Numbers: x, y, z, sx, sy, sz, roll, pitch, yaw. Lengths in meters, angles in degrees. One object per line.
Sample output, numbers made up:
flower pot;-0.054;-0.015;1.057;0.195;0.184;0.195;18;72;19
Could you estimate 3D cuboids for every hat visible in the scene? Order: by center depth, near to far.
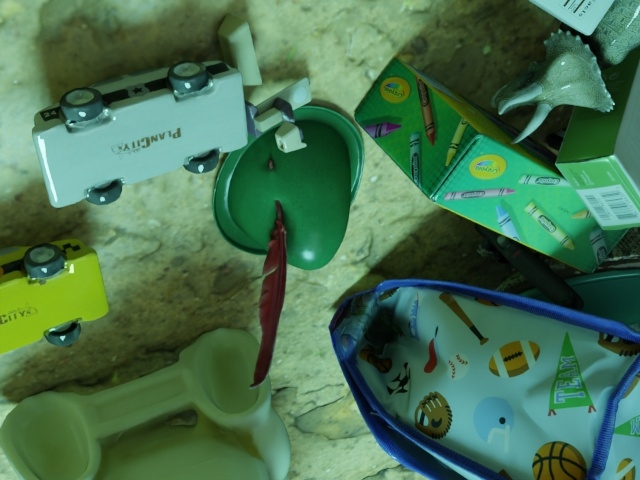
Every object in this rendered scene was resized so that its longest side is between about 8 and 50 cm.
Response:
hat;0.000;0.000;0.881;0.173;0.183;0.208;0;124;-30

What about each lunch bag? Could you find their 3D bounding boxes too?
lunch bag;0.228;0.198;1.038;0.328;0.385;0.239;36;78;-43

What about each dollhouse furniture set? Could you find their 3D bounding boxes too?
dollhouse furniture set;-0.035;-0.157;0.820;0.081;0.091;0.114;-33;133;-24

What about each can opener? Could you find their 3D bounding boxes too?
can opener;0.239;0.022;1.036;0.059;0.186;0.073;25;111;-32

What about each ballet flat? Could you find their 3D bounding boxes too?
ballet flat;0.454;0.025;1.141;0.483;0.182;0.164;-1;145;4

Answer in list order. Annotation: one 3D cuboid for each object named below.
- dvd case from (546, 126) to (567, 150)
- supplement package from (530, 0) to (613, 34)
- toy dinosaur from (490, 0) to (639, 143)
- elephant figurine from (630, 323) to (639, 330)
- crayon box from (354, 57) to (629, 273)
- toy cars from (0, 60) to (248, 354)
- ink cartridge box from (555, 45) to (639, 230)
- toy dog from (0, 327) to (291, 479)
dvd case;0.398;-0.131;1.021;0.221;0.164;0.018;-23;119;-12
supplement package;0.147;-0.302;0.721;0.203;0.194;0.149;17;115;-39
toy dinosaur;0.279;-0.231;0.802;0.121;0.160;0.313;24;126;-12
elephant figurine;0.533;0.122;1.244;0.186;0.239;0.169;24;111;-40
crayon box;0.187;-0.074;0.943;0.278;0.165;0.081;21;112;-39
toy cars;-0.231;-0.028;0.801;0.393;0.087;0.176;-49;138;8
ink cartridge box;0.313;-0.125;0.905;0.109;0.062;0.209;45;56;-33
toy dog;-0.113;0.361;0.972;0.285;0.395;0.408;-25;125;-23
